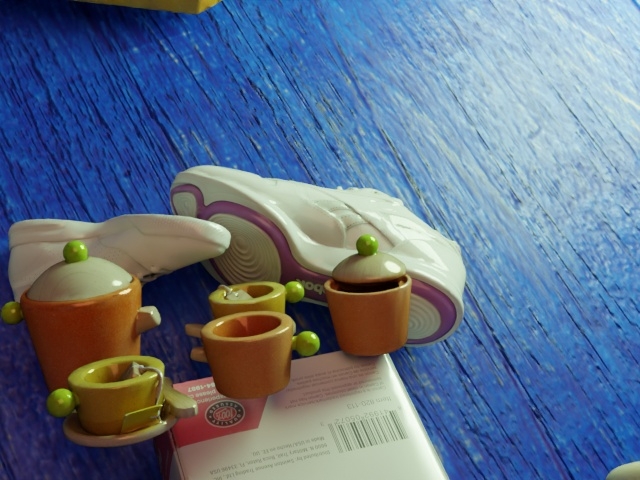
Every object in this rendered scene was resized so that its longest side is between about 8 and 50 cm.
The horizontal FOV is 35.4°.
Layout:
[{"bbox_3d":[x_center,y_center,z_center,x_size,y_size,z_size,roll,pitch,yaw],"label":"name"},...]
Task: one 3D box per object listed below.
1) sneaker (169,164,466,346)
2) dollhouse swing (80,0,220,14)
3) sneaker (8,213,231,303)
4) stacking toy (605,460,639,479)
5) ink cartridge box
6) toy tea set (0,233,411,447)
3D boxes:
[{"bbox_3d":[0.000,0.000,0.989,0.305,0.114,0.152,24,37,2],"label":"sneaker"},{"bbox_3d":[-0.222,-0.464,1.065,0.347,0.315,0.305,5,42,-12],"label":"dollhouse swing"},{"bbox_3d":[-0.183,0.027,0.914,0.212,0.080,0.094,-4,78,14],"label":"sneaker"},{"bbox_3d":[0.325,0.361,0.854,0.141,0.141,0.330,7,66,-10],"label":"stacking toy"},{"bbox_3d":[-0.001,0.238,0.794,0.207,0.117,0.283,-9,47,-18],"label":"ink cartridge box"},{"bbox_3d":[-0.085,0.049,0.818,0.336,0.200,0.124,-14,106,-33],"label":"toy tea set"}]
